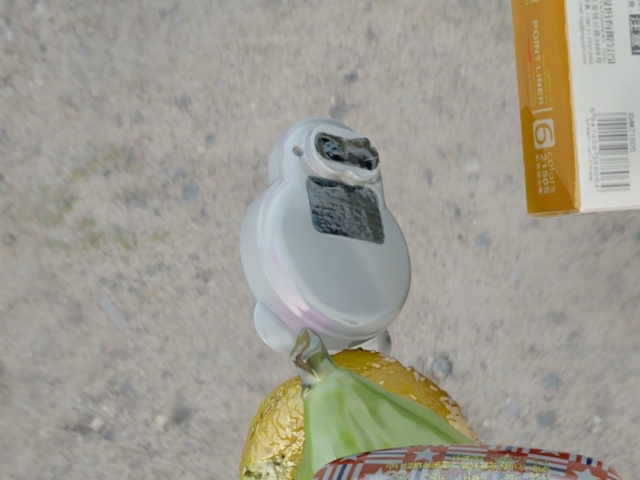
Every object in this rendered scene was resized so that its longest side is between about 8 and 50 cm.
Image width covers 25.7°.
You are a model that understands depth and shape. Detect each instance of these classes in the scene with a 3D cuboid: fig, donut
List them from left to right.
[{"bbox_3d":[0.034,0.227,1.270,0.253,0.118,0.253,9,105,35],"label":"donut"},{"bbox_3d":[0.033,0.227,1.012,0.233,0.314,0.233,-25,48,31],"label":"fig"}]

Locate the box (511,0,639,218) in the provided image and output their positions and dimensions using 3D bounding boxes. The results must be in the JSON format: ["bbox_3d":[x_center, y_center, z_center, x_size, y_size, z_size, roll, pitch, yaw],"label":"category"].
[{"bbox_3d":[0.284,-0.159,1.245,0.220,0.091,0.274,-2,90,-25],"label":"box"}]

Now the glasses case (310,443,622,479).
[{"bbox_3d":[0.087,0.155,0.845,0.194,0.049,0.073,-1,38,6],"label":"glasses case"}]

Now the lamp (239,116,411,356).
[{"bbox_3d":[-0.002,0.000,1.375,0.179,0.108,0.246,14,65,-37],"label":"lamp"}]
